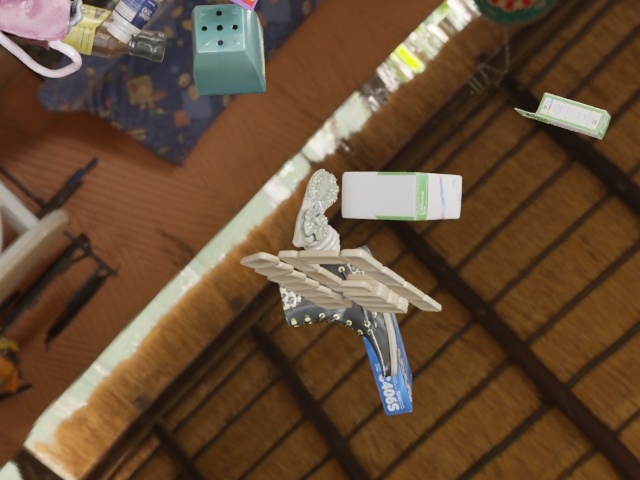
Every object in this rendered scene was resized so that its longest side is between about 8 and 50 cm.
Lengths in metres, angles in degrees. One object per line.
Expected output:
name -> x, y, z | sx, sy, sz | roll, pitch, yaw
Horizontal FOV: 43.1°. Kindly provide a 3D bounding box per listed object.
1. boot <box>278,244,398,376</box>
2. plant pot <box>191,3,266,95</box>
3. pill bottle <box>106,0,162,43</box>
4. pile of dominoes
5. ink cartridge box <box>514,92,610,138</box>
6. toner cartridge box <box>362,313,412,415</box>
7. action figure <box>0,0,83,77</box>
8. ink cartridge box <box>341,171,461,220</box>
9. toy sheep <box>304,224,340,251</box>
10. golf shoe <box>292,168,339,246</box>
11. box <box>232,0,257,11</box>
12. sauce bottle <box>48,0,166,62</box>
boot -> 0.032, 0.139, 1.410 | 0.179, 0.236, 0.085 | -14, 166, -3
plant pot -> -0.215, -0.443, 1.844 | 0.234, 0.166, 0.165 | 106, -19, -85
pill bottle -> -0.375, -0.459, 1.625 | 0.120, 0.067, 0.067 | -51, -168, 10
pile of dominoes -> 0.029, 0.042, 1.046 | 0.196, 0.251, 0.040 | 0, -110, 32
ink cartridge box -> 0.596, -0.313, 1.990 | 0.109, 0.209, 0.062 | 1, 109, -65
toner cartridge box -> 0.166, 0.265, 2.105 | 0.075, 0.347, 0.165 | -13, -156, 10
action figure -> -0.645, -0.439, 1.462 | 0.248, 0.275, 0.370 | -16, 168, 43
ink cartridge box -> 0.208, -0.110, 2.023 | 0.202, 0.117, 0.278 | 3, -176, 31
toy sheep -> 0.000, 0.000, 1.828 | 0.091, 0.132, 0.091 | -28, -146, 22
golf shoe -> -0.019, -0.064, 1.602 | 0.086, 0.069, 0.176 | -35, -151, 47
box -> -0.198, -0.593, 1.572 | 0.293, 0.057, 0.200 | 12, 108, -55
sauce bottle -> -0.524, -0.474, 1.826 | 0.111, 0.345, 0.111 | -170, -90, -70
